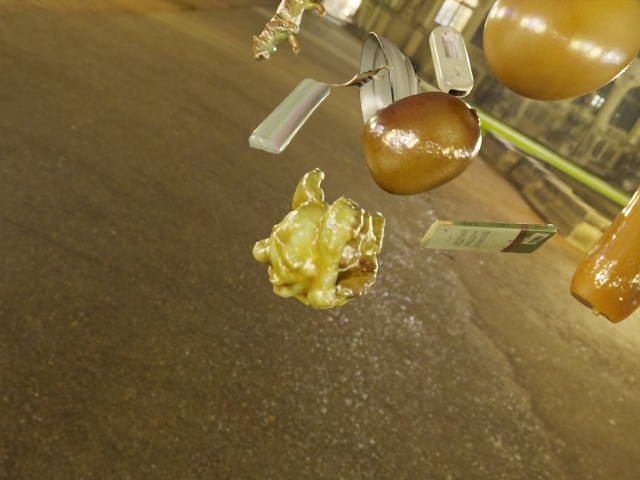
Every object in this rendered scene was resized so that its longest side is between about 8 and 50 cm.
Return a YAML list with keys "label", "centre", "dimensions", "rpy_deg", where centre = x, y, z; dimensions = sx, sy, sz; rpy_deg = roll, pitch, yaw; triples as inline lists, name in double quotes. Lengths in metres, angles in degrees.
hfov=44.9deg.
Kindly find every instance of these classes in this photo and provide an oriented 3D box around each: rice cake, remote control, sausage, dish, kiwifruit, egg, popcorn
- label: "rice cake"
  centre: [-0.061, -0.271, 1.672]
  dimensions: [0.080, 0.221, 0.042]
  rpy_deg: [16, -35, 35]
- label: "remote control"
  centre: [0.299, -0.415, 1.774]
  dimensions: [0.078, 0.042, 0.221]
  rpy_deg: [5, 52, -10]
- label: "sausage"
  centre: [0.503, -0.025, 1.166]
  dimensions: [0.112, 0.328, 0.112]
  rpy_deg: [33, 6, -4]
- label: "dish"
  centre: [0.193, -0.411, 2.104]
  dimensions: [0.106, 0.316, 0.316]
  rpy_deg: [-8, 27, -12]
- label: "kiwifruit"
  centre: [0.198, -0.191, 1.504]
  dimensions: [0.196, 0.234, 0.196]
  rpy_deg: [60, 13, -23]
- label: "egg"
  centre: [0.474, -0.400, 1.503]
  dimensions: [0.323, 0.250, 0.250]
  rpy_deg: [-12, 32, -17]
- label: "popcorn"
  centre: [-0.002, 0.001, 1.837]
  dimensions: [0.325, 0.290, 0.321]
  rpy_deg: [67, 13, 0]

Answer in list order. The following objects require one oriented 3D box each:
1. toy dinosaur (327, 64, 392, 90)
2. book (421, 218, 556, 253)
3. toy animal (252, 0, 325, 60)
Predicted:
- label: "toy dinosaur"
  centre: [0.102, -0.376, 1.802]
  dimensions: [0.058, 0.180, 0.037]
  rpy_deg: [10, 67, -48]
- label: "book"
  centre: [0.409, -0.008, 1.912]
  dimensions: [0.290, 0.026, 0.201]
  rpy_deg: [4, -15, -3]
- label: "toy animal"
  centre: [-0.058, -0.480, 1.655]
  dimensions: [0.099, 0.241, 0.057]
  rpy_deg: [36, 6, 28]
